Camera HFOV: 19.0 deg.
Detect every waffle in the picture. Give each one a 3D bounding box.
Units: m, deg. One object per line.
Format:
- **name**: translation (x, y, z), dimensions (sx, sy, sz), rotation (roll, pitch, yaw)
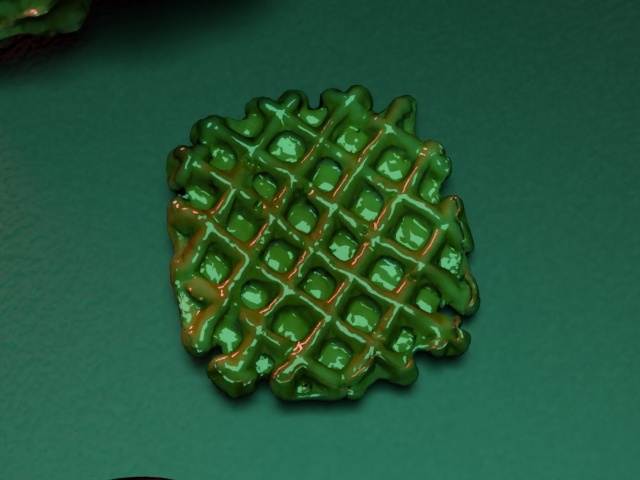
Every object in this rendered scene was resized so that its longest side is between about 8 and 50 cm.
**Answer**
- **waffle**: translation (0.000, 0.000, 1.054), dimensions (0.169, 0.036, 0.183), rotation (-8, 73, -6)

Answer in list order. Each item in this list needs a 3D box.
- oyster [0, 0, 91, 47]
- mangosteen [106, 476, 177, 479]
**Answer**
- **oyster**: translation (-0.105, -0.248, 1.105), dimensions (0.238, 0.115, 0.351), rotation (35, 79, 2)
- **mangosteen**: translation (-0.084, 0.229, 0.892), dimensions (0.216, 0.216, 0.216), rotation (0, 71, 0)
